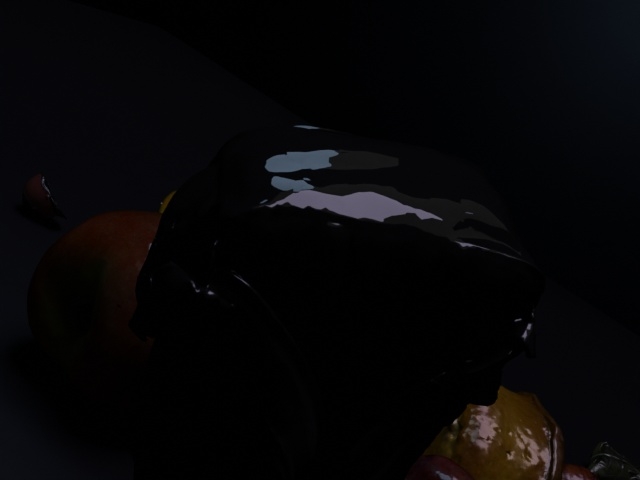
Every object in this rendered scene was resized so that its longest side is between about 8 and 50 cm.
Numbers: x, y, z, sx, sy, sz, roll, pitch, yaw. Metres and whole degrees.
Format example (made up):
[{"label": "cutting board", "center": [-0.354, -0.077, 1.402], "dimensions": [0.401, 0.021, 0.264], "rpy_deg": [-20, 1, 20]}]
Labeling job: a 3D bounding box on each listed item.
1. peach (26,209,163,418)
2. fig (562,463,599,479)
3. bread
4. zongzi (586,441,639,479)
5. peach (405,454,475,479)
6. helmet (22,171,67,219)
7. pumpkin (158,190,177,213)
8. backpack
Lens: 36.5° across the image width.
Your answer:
[{"label": "peach", "center": [-0.203, 0.080, 1.128], "dimensions": [0.252, 0.252, 0.252], "rpy_deg": [28, 14, -8]}, {"label": "fig", "center": [0.362, 0.390, 1.390], "dimensions": [0.128, 0.128, 0.150], "rpy_deg": [15, 19, -45]}, {"label": "bread", "center": [0.225, 0.287, 1.358], "dimensions": [0.194, 0.179, 0.340], "rpy_deg": [27, 14, -10]}, {"label": "zongzi", "center": [0.529, 0.427, 1.740], "dimensions": [0.109, 0.055, 0.119], "rpy_deg": [35, 27, 12]}, {"label": "peach", "center": [0.110, 0.314, 1.115], "dimensions": [0.152, 0.152, 0.152], "rpy_deg": [28, 14, -8]}, {"label": "helmet", "center": [-0.436, -0.059, 1.508], "dimensions": [0.084, 0.049, 0.065], "rpy_deg": [60, -12, 11]}, {"label": "pumpkin", "center": [-0.175, 0.021, 1.687], "dimensions": [0.253, 0.130, 0.149], "rpy_deg": [16, 49, 22]}, {"label": "backpack", "center": [-0.008, 0.129, 0.893], "dimensions": [0.363, 0.446, 0.255], "rpy_deg": [8, 31, -20]}]
